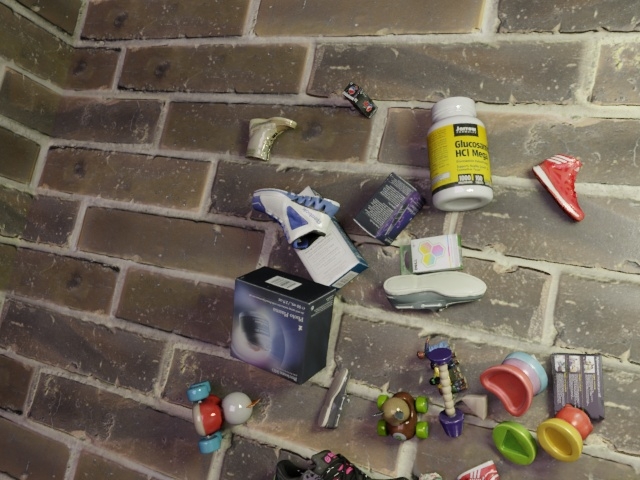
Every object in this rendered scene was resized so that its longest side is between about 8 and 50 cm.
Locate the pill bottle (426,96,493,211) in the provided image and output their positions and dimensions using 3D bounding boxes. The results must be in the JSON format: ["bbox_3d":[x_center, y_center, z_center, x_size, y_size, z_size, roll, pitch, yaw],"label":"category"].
[{"bbox_3d":[0.437,-0.274,1.895,0.188,0.188,0.333,-9,75,23],"label":"pill bottle"}]

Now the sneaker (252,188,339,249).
[{"bbox_3d":[-0.102,-0.066,2.016,0.316,0.127,0.182,10,81,26],"label":"sneaker"}]

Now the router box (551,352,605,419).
[{"bbox_3d":[0.727,0.409,1.684,0.133,0.046,0.178,-2,78,24],"label":"router box"}]

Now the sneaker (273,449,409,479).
[{"bbox_3d":[0.052,0.757,1.843,0.483,0.185,0.202,-8,79,22],"label":"sneaker"}]

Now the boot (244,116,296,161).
[{"bbox_3d":[-0.192,-0.385,2.278,0.213,0.077,0.165,3,79,31],"label":"boot"}]

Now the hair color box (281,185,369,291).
[{"bbox_3d":[0.000,0.000,2.083,0.174,0.105,0.347,-38,66,13],"label":"hair color box"}]

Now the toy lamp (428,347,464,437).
[{"bbox_3d":[0.374,0.455,1.759,0.080,0.080,0.274,-7,109,24],"label":"toy lamp"}]

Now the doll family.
[{"bbox_3d":[0.372,0.395,1.842,0.111,0.076,0.193,-24,64,23],"label":"doll family"}]

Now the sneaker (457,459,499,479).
[{"bbox_3d":[0.463,0.696,1.743,0.118,0.042,0.067,-31,64,14],"label":"sneaker"}]

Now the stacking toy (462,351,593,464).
[{"bbox_3d":[0.580,0.471,1.678,0.309,0.130,0.279,53,143,13],"label":"stacking toy"}]

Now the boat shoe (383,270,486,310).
[{"bbox_3d":[0.364,0.170,1.898,0.320,0.099,0.116,-2,33,18],"label":"boat shoe"}]

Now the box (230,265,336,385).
[{"bbox_3d":[-0.129,0.278,1.985,0.296,0.183,0.294,15,110,27],"label":"box"}]

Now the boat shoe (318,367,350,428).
[{"bbox_3d":[0.060,0.525,1.973,0.065,0.075,0.206,26,82,-15],"label":"boat shoe"}]

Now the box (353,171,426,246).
[{"bbox_3d":[0.232,-0.100,1.973,0.108,0.153,0.207,42,98,26],"label":"box"}]

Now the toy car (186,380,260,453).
[{"bbox_3d":[-0.323,0.592,2.084,0.238,0.210,0.219,-13,85,-8],"label":"toy car"}]

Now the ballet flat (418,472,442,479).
[{"bbox_3d":[0.314,0.812,1.777,0.077,0.091,0.241,-3,70,55],"label":"ballet flat"}]

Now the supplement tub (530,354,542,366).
[{"bbox_3d":[0.592,0.387,1.738,0.107,0.071,0.071,-32,67,15],"label":"supplement tub"}]

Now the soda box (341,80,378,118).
[{"bbox_3d":[0.140,-0.491,2.094,0.060,0.169,0.053,39,96,27],"label":"soda box"}]

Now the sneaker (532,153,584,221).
[{"bbox_3d":[0.748,-0.171,1.786,0.128,0.087,0.221,-37,67,14],"label":"sneaker"}]

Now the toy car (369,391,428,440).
[{"bbox_3d":[0.228,0.536,1.807,0.155,0.188,0.148,-5,76,24],"label":"toy car"}]

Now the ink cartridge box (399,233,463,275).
[{"bbox_3d":[0.351,0.049,1.932,0.209,0.062,0.109,-8,76,24],"label":"ink cartridge box"}]
